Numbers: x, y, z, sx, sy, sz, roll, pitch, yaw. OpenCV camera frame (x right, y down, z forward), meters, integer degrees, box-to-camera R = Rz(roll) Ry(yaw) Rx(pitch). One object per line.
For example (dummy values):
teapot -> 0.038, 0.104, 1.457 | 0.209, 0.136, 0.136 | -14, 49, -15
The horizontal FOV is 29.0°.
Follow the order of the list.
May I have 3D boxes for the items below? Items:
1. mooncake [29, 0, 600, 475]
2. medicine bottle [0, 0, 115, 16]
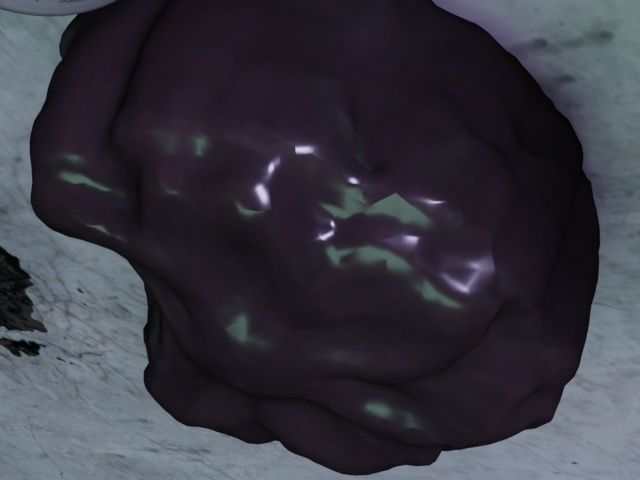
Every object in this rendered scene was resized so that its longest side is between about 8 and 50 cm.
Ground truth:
mooncake -> 0.000, 0.000, 0.810 | 0.350, 0.212, 0.381 | 0, 142, 28
medicine bottle -> -0.115, -0.243, 0.575 | 0.157, 0.157, 0.288 | 32, 148, -6
